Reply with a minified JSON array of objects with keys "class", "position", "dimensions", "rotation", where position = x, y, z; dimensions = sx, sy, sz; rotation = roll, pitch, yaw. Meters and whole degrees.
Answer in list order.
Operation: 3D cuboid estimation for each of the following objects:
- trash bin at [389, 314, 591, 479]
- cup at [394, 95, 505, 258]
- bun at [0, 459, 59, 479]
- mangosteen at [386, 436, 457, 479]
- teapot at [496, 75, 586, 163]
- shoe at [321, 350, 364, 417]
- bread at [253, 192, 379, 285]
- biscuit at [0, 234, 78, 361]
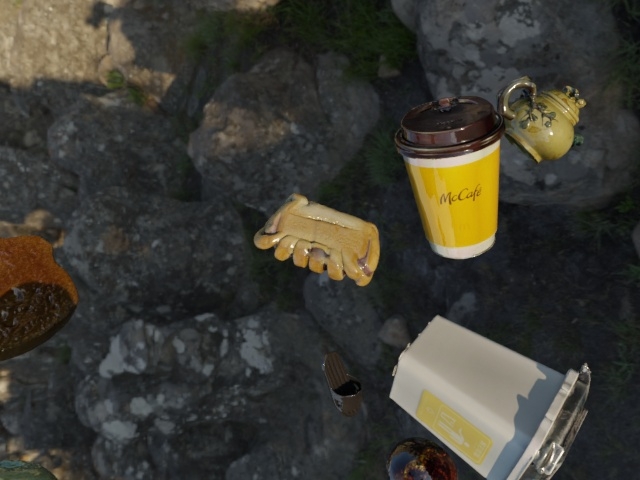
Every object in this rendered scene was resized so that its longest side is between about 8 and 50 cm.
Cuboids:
[{"class":"trash bin","position":[0.367,0.339,1.199],"dimensions":[0.368,0.296,0.255],"rotation":[30,140,26]},{"class":"cup","position":[0.249,-0.115,1.015],"dimensions":[0.196,0.196,0.279],"rotation":[32,143,53]},{"class":"bun","position":[-0.390,0.356,0.608],"dimensions":[0.108,0.221,0.221],"rotation":[70,-170,-72]},{"class":"mangosteen","position":[0.255,0.633,1.425],"dimensions":[0.192,0.192,0.217],"rotation":[28,98,54]},{"class":"teapot","position":[0.535,-0.297,1.296],"dimensions":[0.182,0.269,0.173],"rotation":[-46,26,14]},{"class":"shoe","position":[0.052,0.291,1.076],"dimensions":[0.053,0.062,0.159],"rotation":[-3,119,47]},{"class":"bread","position":[0.000,0.000,0.995],"dimensions":[0.081,0.225,0.134],"rotation":[99,-167,-58]},{"class":"biscuit","position":[-0.617,0.107,1.028],"dimensions":[0.257,0.273,0.049],"rotation":[53,133,17]}]
